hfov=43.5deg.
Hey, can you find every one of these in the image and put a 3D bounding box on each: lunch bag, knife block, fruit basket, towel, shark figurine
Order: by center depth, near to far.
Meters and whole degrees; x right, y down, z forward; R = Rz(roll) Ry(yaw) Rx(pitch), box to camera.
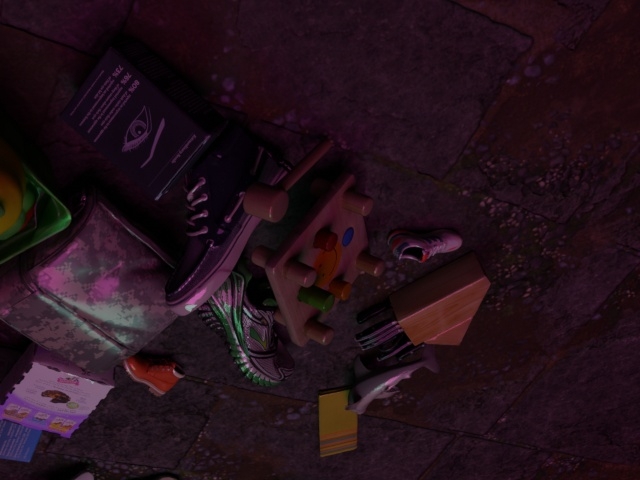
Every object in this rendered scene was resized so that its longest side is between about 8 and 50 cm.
[{"bbox_3d":[-0.558,-0.090,1.190,0.283,0.392,0.392,-27,129,10],"label":"fruit basket"},{"bbox_3d":[-0.400,0.065,1.450,0.256,0.212,0.305,-32,129,14],"label":"lunch bag"},{"bbox_3d":[0.206,0.145,1.735,0.242,0.088,0.276,6,127,-18],"label":"knife block"},{"bbox_3d":[0.136,0.302,1.842,0.278,0.116,0.166,-37,155,22],"label":"shark figurine"},{"bbox_3d":[0.044,0.448,1.992,0.102,0.021,0.237,-11,129,-12],"label":"towel"}]

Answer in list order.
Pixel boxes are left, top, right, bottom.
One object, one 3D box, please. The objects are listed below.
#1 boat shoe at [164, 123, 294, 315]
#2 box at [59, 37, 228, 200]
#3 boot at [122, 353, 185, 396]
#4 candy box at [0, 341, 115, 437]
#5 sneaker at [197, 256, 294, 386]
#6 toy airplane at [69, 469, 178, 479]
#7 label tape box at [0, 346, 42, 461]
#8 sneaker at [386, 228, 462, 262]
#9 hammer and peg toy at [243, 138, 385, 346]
[{"bbox_3d":[-0.200,-0.047,1.399,0.158,0.127,0.340,42,71,-30],"label":"boat shoe"},{"bbox_3d":[-0.280,-0.194,1.286,0.207,0.108,0.153,43,113,-7],"label":"box"},{"bbox_3d":[-0.361,0.272,1.733,0.084,0.059,0.158,-32,137,9],"label":"boot"},{"bbox_3d":[-0.514,0.285,1.547,0.165,0.070,0.196,26,124,-29],"label":"candy box"},{"bbox_3d":[-0.132,0.175,1.653,0.146,0.134,0.343,-25,129,7],"label":"sneaker"},{"bbox_3d":[-0.549,0.744,1.926,0.386,0.384,0.272,9,158,-9],"label":"toy airplane"},{"bbox_3d":[-0.732,0.325,1.653,0.333,0.106,0.241,17,122,-24],"label":"label tape box"},{"bbox_3d":[0.220,0.018,1.644,0.161,0.075,0.057,1,128,-14],"label":"sneaker"},{"bbox_3d":[0.000,0.000,1.456,0.266,0.127,0.361,-50,147,-28],"label":"hammer and peg toy"}]
